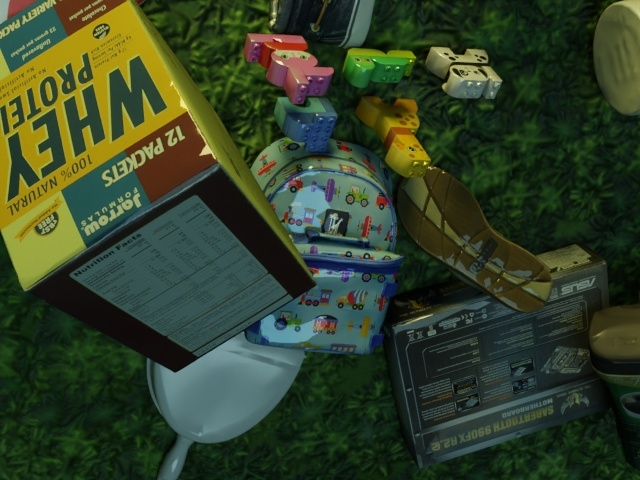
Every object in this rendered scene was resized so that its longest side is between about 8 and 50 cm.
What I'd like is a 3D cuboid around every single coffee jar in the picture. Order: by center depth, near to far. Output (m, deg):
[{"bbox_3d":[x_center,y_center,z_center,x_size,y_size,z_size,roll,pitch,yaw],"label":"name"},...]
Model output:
[{"bbox_3d":[0.332,0.146,0.793,0.096,0.079,0.184,-7,125,32],"label":"coffee jar"}]

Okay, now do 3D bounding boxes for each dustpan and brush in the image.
[{"bbox_3d":[-0.121,0.172,0.790,0.147,0.060,0.211,20,99,-18],"label":"dustpan and brush"}]

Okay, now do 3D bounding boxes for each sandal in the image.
[{"bbox_3d":[0.142,0.004,0.765,0.180,0.049,0.072,40,84,-2],"label":"sandal"}]

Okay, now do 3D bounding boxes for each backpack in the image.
[{"bbox_3d":[0.000,0.000,0.709,0.158,0.117,0.173,12,106,-18],"label":"backpack"}]

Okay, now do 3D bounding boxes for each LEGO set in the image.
[{"bbox_3d":[0.051,-0.105,0.665,0.227,0.093,0.087,-4,136,-25],"label":"LEGO set"}]

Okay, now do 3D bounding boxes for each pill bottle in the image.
[{"bbox_3d":[0.371,-0.182,0.713,0.221,0.121,0.121,-12,114,-8],"label":"pill bottle"}]

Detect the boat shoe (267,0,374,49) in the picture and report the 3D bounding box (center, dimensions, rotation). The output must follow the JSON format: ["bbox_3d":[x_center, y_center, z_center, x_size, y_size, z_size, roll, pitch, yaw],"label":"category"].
[{"bbox_3d":[0.009,-0.248,0.635,0.083,0.065,0.183,3,113,-18],"label":"boat shoe"}]

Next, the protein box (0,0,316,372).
[{"bbox_3d":[-0.130,-0.042,0.574,0.136,0.200,0.201,-32,152,1],"label":"protein box"}]

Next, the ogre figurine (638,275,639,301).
[{"bbox_3d":[0.391,0.107,0.851,0.118,0.097,0.197,12,98,-5],"label":"ogre figurine"}]

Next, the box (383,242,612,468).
[{"bbox_3d":[0.188,0.120,0.831,0.231,0.056,0.183,-16,115,-6],"label":"box"}]

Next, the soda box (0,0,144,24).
[{"bbox_3d":[-0.264,-0.150,0.605,0.263,0.083,0.092,-33,114,3],"label":"soda box"}]
